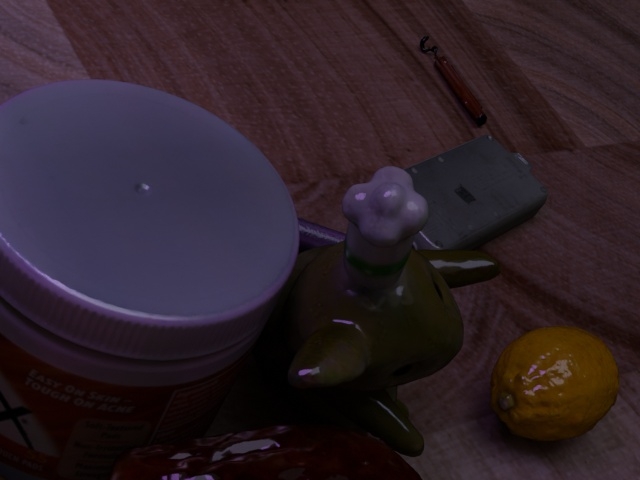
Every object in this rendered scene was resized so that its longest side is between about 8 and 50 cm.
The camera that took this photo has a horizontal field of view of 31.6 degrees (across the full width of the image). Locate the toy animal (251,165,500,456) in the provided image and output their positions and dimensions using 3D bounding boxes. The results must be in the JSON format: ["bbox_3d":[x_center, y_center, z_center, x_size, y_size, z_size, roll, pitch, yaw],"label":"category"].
[{"bbox_3d":[0.046,0.069,0.913,0.180,0.363,0.181,20,79,-10],"label":"toy animal"}]

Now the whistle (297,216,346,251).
[{"bbox_3d":[0.000,0.000,1.190,0.177,0.033,0.033,19,42,-13],"label":"whistle"}]

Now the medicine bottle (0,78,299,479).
[{"bbox_3d":[-0.172,0.041,0.891,0.253,0.241,0.252,16,41,-15],"label":"medicine bottle"}]

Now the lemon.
[{"bbox_3d":[0.227,0.142,1.112,0.155,0.114,0.114,-12,55,-36],"label":"lemon"}]

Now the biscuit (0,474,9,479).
[{"bbox_3d":[-0.296,0.166,0.696,0.326,0.107,0.326,34,-3,2],"label":"biscuit"}]

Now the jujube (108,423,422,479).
[{"bbox_3d":[-0.040,0.223,0.829,0.255,0.190,0.190,14,42,-9],"label":"jujube"}]

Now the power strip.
[{"bbox_3d":[0.159,-0.048,1.319,0.270,0.046,0.118,-24,65,-45],"label":"power strip"}]

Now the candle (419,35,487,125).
[{"bbox_3d":[0.178,-0.216,1.523,0.026,0.021,0.167,22,31,-50],"label":"candle"}]
